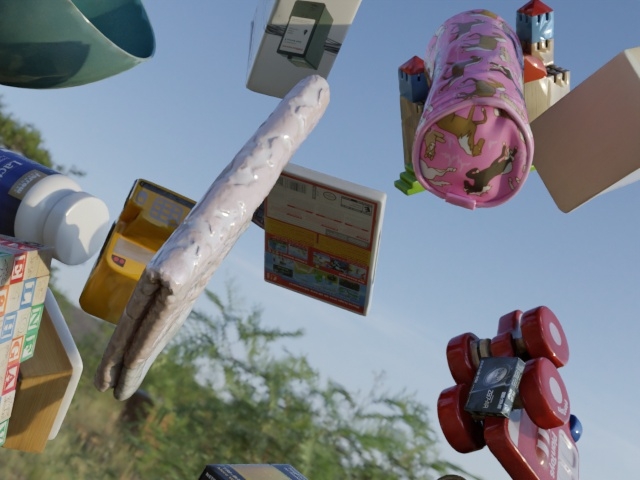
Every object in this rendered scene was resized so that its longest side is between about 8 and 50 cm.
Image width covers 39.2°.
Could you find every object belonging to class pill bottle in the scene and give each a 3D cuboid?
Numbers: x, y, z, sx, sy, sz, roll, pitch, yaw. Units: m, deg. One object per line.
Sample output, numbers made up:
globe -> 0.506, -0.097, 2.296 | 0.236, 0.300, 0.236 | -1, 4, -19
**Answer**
pill bottle -> -0.508, -0.059, 1.569 | 0.264, 0.153, 0.153 | 22, -17, 25

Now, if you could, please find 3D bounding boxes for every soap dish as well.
soap dish -> -0.573, 0.248, 1.732 | 0.229, 0.118, 0.291 | 57, -44, 28

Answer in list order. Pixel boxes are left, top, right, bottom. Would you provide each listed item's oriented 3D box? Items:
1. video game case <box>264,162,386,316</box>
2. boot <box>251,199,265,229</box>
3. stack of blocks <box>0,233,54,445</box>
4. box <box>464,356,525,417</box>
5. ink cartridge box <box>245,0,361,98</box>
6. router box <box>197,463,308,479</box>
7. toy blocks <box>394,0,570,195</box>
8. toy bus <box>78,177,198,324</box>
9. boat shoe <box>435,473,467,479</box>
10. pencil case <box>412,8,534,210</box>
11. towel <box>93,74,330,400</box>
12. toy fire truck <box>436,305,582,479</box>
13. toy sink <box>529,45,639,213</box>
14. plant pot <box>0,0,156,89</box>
video game case -> 0.000, 0.000, 1.518 | 0.204, 0.025, 0.285 | 19, -43, 13
boot -> -0.077, -0.036, 1.961 | 0.219, 0.082, 0.106 | 19, -12, -12
stack of blocks -> -0.476, 0.149, 1.263 | 0.087, 0.297, 0.171 | 13, 5, 6
box -> 0.239, 0.201, 1.233 | 0.018, 0.083, 0.067 | 39, -27, -30
ink cartridge box -> -0.015, -0.383, 1.362 | 0.121, 0.211, 0.289 | 14, -44, -13
router box -> -0.013, 0.440, 1.286 | 0.308, 0.081, 0.243 | 32, 3, 29
toy blocks -> 0.285, -0.261, 1.556 | 0.191, 0.381, 0.261 | -135, -148, -55
toy bus -> -0.276, 0.026, 1.351 | 0.108, 0.130, 0.332 | 26, -26, -13
boat shoe -> 0.215, 0.525, 1.411 | 0.110, 0.307, 0.104 | -6, -14, -3
pencil case -> 0.213, -0.193, 1.264 | 0.160, 0.386, 0.167 | -20, -66, 20
towel -> -0.124, 0.001, 1.019 | 0.053, 0.332, 0.317 | 34, -38, -3
toy fire truck -> 0.319, 0.262, 1.369 | 0.169, 0.302, 0.254 | -25, -68, 28
toy sink -> 0.442, -0.164, 1.339 | 0.234, 0.131, 0.153 | -42, -110, 51
plant pot -> -0.385, -0.315, 1.190 | 0.290, 0.195, 0.290 | 55, 15, -22
